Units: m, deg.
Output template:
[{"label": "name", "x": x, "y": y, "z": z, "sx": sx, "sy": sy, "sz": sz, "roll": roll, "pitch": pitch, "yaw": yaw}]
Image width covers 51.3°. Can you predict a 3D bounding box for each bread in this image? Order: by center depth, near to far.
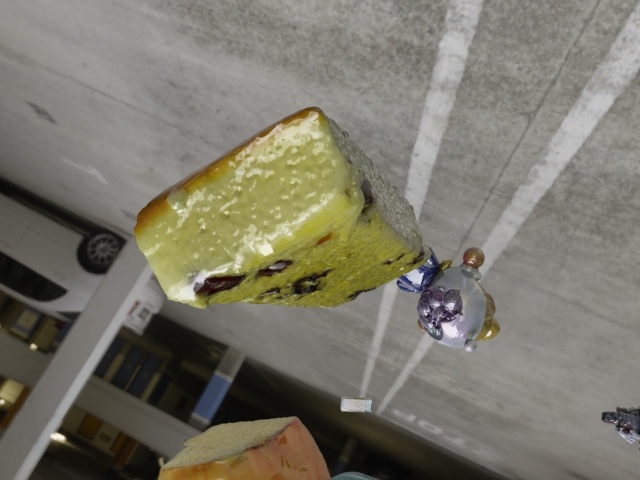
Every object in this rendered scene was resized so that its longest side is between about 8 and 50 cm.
[{"label": "bread", "x": 0.000, "y": 0.000, "z": 0.533, "sx": 0.077, "sy": 0.138, "sz": 0.361, "roll": 66, "pitch": -168, "yaw": 12}]

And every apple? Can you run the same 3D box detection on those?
[{"label": "apple", "x": -0.136, "y": 0.505, "z": 1.245, "sx": 0.252, "sy": 0.313, "sz": 0.309, "roll": -7, "pitch": 100, "yaw": 70}]

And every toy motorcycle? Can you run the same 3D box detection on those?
[{"label": "toy motorcycle", "x": 0.625, "y": 0.345, "z": 1.209, "sx": 0.215, "sy": 0.080, "sz": 0.122, "roll": 4, "pitch": 163, "yaw": 22}]

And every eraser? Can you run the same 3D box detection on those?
[{"label": "eraser", "x": 0.099, "y": 0.453, "z": 1.841, "sx": 0.083, "sy": 0.038, "sz": 0.019, "roll": 6, "pitch": -172, "yaw": -11}]

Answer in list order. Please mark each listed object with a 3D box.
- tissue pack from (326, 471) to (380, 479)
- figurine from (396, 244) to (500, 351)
[{"label": "tissue pack", "x": 0.040, "y": 0.389, "z": 0.631, "sx": 0.198, "sy": 0.288, "sz": 0.206, "roll": 13, "pitch": 148, "yaw": 37}, {"label": "figurine", "x": 0.204, "y": 0.069, "z": 1.186, "sx": 0.194, "sy": 0.133, "sz": 0.275, "roll": -36, "pitch": 76, "yaw": 42}]
